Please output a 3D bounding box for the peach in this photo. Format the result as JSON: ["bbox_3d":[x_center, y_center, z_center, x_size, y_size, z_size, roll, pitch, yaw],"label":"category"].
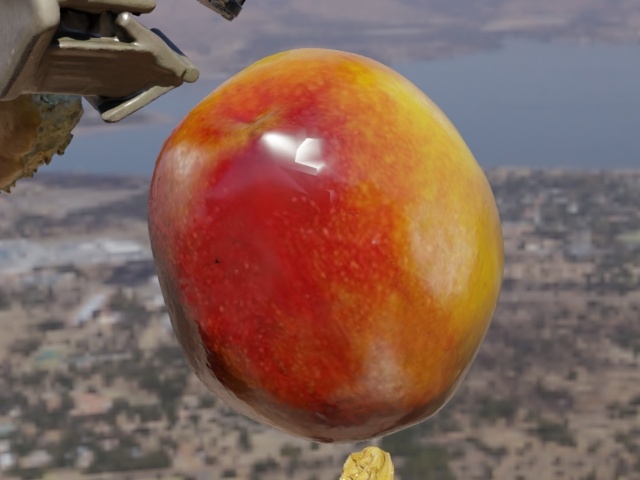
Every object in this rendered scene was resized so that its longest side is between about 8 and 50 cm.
[{"bbox_3d":[0.000,0.000,1.207,0.308,0.308,0.332,3,-31,24],"label":"peach"}]

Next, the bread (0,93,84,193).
[{"bbox_3d":[-0.367,-0.160,1.733,0.121,0.174,0.245,-32,-3,-33],"label":"bread"}]

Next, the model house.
[{"bbox_3d":[-0.208,-0.174,1.215,0.188,0.122,0.229,7,17,-40],"label":"model house"}]

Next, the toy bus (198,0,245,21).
[{"bbox_3d":[-0.126,-0.326,1.722,0.114,0.098,0.201,30,-2,2],"label":"toy bus"}]

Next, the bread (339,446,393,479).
[{"bbox_3d":[0.058,0.322,1.975,0.083,0.044,0.111,-25,36,39],"label":"bread"}]
